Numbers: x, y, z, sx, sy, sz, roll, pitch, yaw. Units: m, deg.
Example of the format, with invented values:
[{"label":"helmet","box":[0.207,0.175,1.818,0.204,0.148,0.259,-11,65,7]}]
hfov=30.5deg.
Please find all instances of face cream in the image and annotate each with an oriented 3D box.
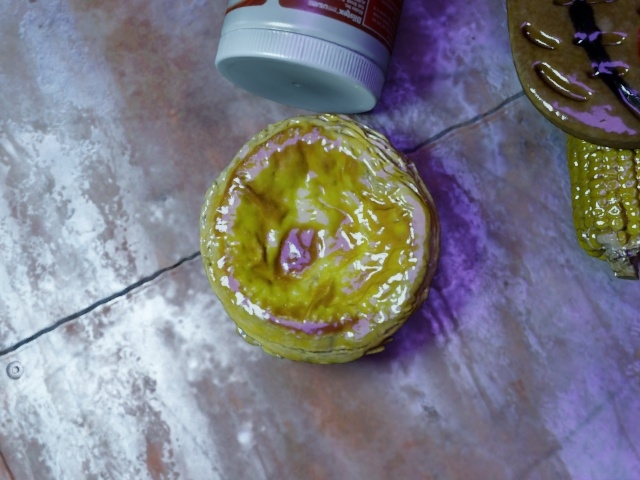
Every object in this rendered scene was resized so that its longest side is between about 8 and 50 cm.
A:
[{"label":"face cream","box":[-0.007,-0.268,1.376,0.201,0.201,0.187,12,82,8]}]

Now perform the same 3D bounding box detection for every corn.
[{"label":"corn","box":[0.341,-0.112,1.352,0.119,0.119,0.322,-2,80,6]}]

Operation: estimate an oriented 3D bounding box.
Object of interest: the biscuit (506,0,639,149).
[{"label":"biscuit","box":[0.366,-0.271,1.318,0.314,0.063,0.367,0,66,4]}]

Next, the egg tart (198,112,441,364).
[{"label":"egg tart","box":[0.000,0.000,1.373,0.294,0.116,0.295,-1,81,4]}]
